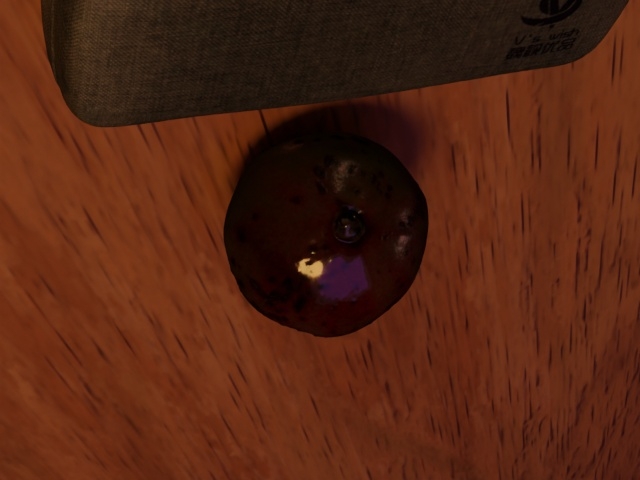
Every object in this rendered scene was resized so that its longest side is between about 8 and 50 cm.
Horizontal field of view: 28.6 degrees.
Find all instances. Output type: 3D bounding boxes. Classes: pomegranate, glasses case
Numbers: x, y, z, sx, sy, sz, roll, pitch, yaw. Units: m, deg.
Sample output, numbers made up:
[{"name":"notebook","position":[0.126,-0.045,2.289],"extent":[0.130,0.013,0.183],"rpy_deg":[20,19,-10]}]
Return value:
[{"name":"pomegranate","position":[-0.004,0.004,0.799],"extent":[0.129,0.129,0.159],"rpy_deg":[-6,152,-27]},{"name":"glasses case","position":[0.021,-0.137,0.649],"extent":[0.323,0.074,0.131],"rpy_deg":[-11,147,-22]}]
